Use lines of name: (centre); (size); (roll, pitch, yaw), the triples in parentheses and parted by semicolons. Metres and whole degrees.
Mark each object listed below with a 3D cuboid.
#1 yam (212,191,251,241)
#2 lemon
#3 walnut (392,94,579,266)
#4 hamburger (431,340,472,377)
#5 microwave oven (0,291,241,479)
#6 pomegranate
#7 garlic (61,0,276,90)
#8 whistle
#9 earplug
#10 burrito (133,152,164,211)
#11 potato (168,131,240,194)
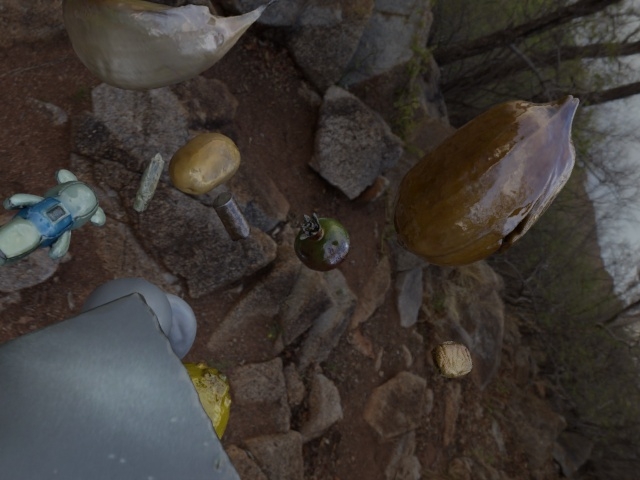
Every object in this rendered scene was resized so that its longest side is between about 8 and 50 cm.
yam: (-0.272, -0.072, 1.381); (0.079, 0.079, 0.141); (-56, 139, -34)
lemon: (-0.290, 0.355, 0.900); (0.260, 0.204, 0.204); (-42, 128, -3)
walnut: (0.261, -0.091, 0.710); (0.208, 0.336, 0.209); (33, 30, -22)
hamburger: (0.269, 0.244, 0.925); (0.083, 0.044, 0.076); (-2, 59, -12)
microwave oven: (-0.217, 0.291, 0.411); (0.236, 0.432, 0.375); (-23, 71, -31)
pomegranate: (0.007, 0.003, 1.003); (0.159, 0.129, 0.130); (106, -2, -74)
garlic: (-0.260, -0.344, 0.711); (0.151, 0.337, 0.196); (70, 35, -57)
whistle: (-0.418, -0.030, 0.686); (0.114, 0.077, 0.236); (60, 17, -21)
earplug: (-0.393, 0.205, 0.994); (0.214, 0.175, 0.326); (-38, 157, -12)
burrito: (-0.518, -0.177, 1.366); (0.058, 0.044, 0.189); (-28, 137, -87)
potato: (-0.327, -0.220, 1.264); (0.234, 0.150, 0.146); (-50, 122, -49)
